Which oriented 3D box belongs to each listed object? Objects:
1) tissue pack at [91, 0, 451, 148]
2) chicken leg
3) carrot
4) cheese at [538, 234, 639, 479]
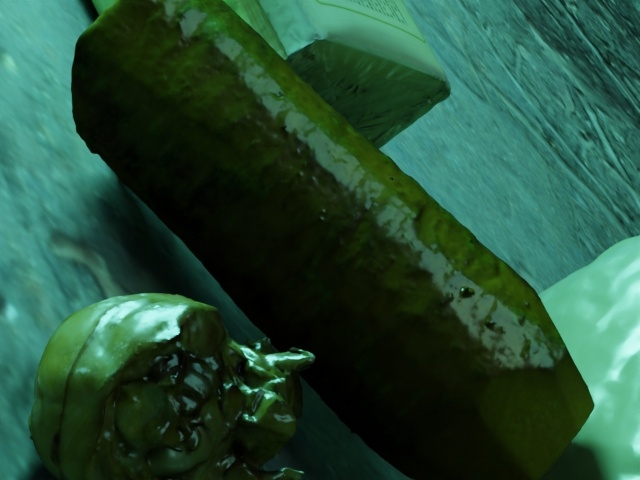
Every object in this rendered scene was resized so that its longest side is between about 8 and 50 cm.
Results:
[{"bbox_3d":[-0.051,-0.158,1.035,0.159,0.125,0.234,11,47,-59],"label":"tissue pack"},{"bbox_3d":[-0.041,0.067,0.753,0.207,0.101,0.085,10,89,-71],"label":"chicken leg"},{"bbox_3d":[0.000,0.000,0.879,0.302,0.114,0.114,44,21,1],"label":"carrot"},{"bbox_3d":[0.207,0.107,0.912,0.115,0.318,0.326,50,60,-30],"label":"cheese"}]
